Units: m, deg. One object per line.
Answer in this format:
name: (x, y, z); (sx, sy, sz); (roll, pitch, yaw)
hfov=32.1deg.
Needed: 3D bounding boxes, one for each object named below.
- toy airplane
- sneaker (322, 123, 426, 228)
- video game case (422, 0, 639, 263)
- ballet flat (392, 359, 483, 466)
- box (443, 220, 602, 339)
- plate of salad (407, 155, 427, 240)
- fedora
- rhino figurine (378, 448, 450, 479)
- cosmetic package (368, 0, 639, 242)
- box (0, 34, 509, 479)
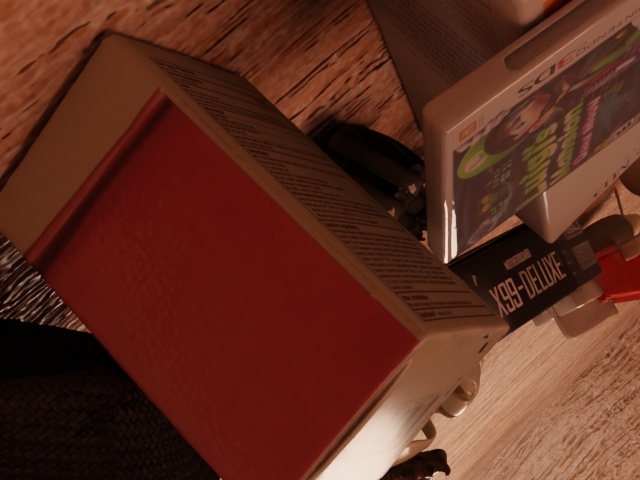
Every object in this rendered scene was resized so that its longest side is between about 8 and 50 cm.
toy airplane: (0.457, -0.009, 1.571); (0.386, 0.272, 0.384); (-16, 167, 35)
sneaker: (0.000, 0.000, 0.788); (0.147, 0.105, 0.296); (-61, 175, 25)
video game case: (0.131, -0.072, 0.614); (0.173, 0.022, 0.190); (-36, 160, -7)
ballet flat: (0.111, 0.190, 1.372); (0.400, 0.139, 0.139); (-30, 154, -38)
box: (0.069, 0.087, 1.006); (0.242, 0.076, 0.307); (-24, 174, -46)
plate of salad: (0.064, 0.001, 1.041); (0.200, 0.048, 0.200); (-40, 160, -18)
fedora: (-0.155, 0.130, 0.629); (0.334, 0.334, 0.152); (4, 96, -65)
rhino figurine: (0.067, 0.285, 1.393); (0.243, 0.073, 0.106); (-4, -156, 45)
cosmetic package: (0.167, -0.179, 0.743); (0.230, 0.161, 0.453); (-45, 161, 0)
box: (-0.037, 0.017, 0.602); (0.127, 0.232, 0.149); (-52, 159, 15)
